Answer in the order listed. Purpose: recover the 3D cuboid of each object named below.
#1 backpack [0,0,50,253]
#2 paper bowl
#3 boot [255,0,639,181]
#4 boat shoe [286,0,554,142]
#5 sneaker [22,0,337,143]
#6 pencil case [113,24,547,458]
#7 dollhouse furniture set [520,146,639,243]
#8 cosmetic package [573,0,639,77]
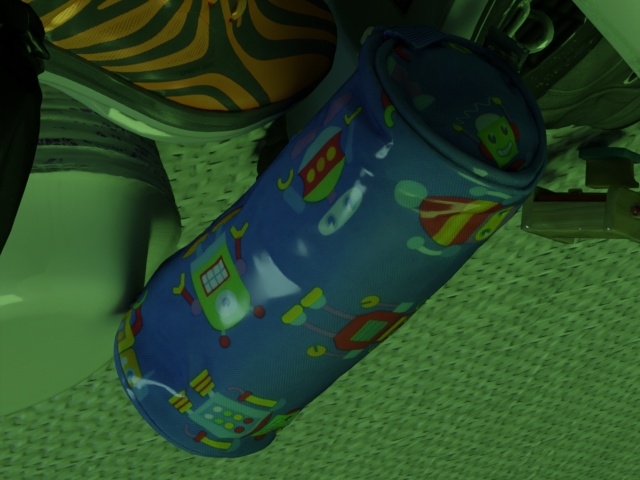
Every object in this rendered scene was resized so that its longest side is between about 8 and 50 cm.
[{"bbox_3d":[-0.317,-0.035,0.816,0.355,0.273,0.290,22,-178,-13],"label":"backpack"},{"bbox_3d":[-0.225,0.018,1.231,0.284,0.148,0.284,-19,157,-8],"label":"paper bowl"},{"bbox_3d":[0.132,-0.090,1.344,0.338,0.118,0.222,-33,160,36],"label":"boot"},{"bbox_3d":[0.077,-0.147,1.171,0.105,0.113,0.306,-10,140,-37],"label":"boat shoe"},{"bbox_3d":[-0.078,-0.151,1.009,0.321,0.125,0.180,4,148,-44],"label":"sneaker"},{"bbox_3d":[0.000,0.000,1.129,0.119,0.133,0.306,-9,151,-48],"label":"pencil case"},{"bbox_3d":[0.243,-0.070,1.507,0.183,0.129,0.129,0,171,36],"label":"dollhouse furniture set"},{"bbox_3d":[0.301,-0.272,0.875,0.453,0.230,0.161,-33,114,28],"label":"cosmetic package"}]
